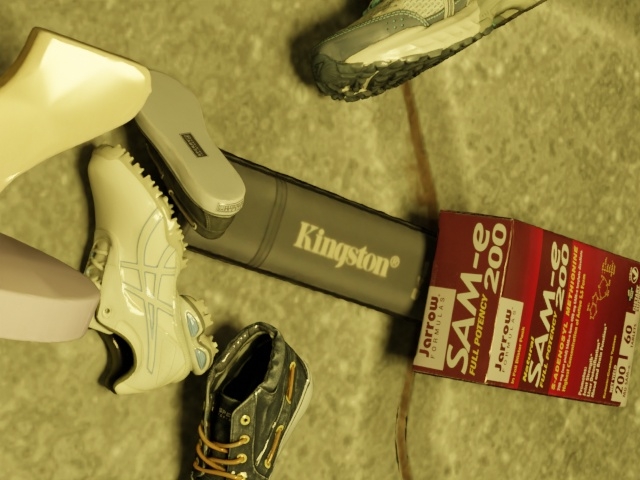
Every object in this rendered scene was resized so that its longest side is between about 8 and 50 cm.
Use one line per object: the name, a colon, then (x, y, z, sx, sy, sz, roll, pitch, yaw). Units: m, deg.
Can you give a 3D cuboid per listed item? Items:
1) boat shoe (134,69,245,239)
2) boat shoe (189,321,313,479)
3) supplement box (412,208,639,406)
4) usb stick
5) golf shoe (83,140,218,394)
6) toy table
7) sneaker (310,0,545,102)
boat shoe: (-0.096, -0.059, 0.943, 0.049, 0.142, 0.040, -6, 137, -33)
boat shoe: (-0.066, 0.148, 0.988, 0.183, 0.065, 0.083, -67, 154, -22)
supplement box: (0.178, 0.060, 1.143, 0.239, 0.073, 0.130, 14, 84, -51)
usb stick: (0.000, 0.000, 1.054, 0.278, 0.045, 0.077, 20, 80, -37)
golf shoe: (-0.133, 0.024, 0.946, 0.086, 0.069, 0.176, -26, 107, -26)
toy table: (-0.233, -0.061, 0.773, 0.274, 0.252, 0.161, 16, 99, -37)
sneaker: (0.085, -0.203, 1.088, 0.283, 0.110, 0.122, -33, 94, -34)
